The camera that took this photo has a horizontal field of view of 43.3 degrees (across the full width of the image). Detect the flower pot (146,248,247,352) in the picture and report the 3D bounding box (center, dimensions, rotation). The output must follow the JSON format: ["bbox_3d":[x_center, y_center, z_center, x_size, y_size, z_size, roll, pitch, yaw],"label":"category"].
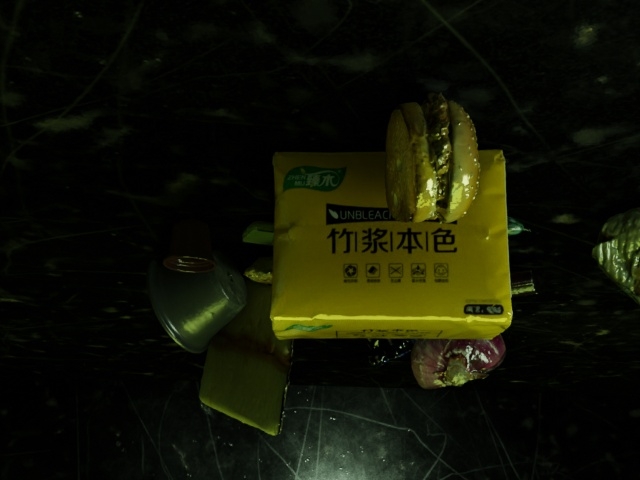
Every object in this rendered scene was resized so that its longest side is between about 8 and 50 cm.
[{"bbox_3d":[-0.256,0.112,1.778,0.148,0.235,0.235,-28,152,14],"label":"flower pot"}]

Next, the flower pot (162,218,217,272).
[{"bbox_3d":[-0.260,0.008,1.618,0.111,0.089,0.111,1,161,0],"label":"flower pot"}]

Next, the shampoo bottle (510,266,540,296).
[{"bbox_3d":[0.369,0.112,1.875,0.278,0.104,0.104,-11,157,29],"label":"shampoo bottle"}]

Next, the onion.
[{"bbox_3d":[0.385,0.276,2.291,0.267,0.159,0.349,-20,-170,20],"label":"onion"}]

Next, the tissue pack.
[{"bbox_3d":[0.108,0.012,1.334,0.381,0.293,0.228,0,165,3],"label":"tissue pack"}]

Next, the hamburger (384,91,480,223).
[{"bbox_3d":[0.159,-0.119,1.146,0.117,0.182,0.191,-8,119,-9],"label":"hamburger"}]

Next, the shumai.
[{"bbox_3d":[0.670,0.033,1.556,0.189,0.256,0.218,-48,166,32],"label":"shumai"}]

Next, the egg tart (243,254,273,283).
[{"bbox_3d":[-0.047,0.066,1.726,0.231,0.099,0.252,11,175,0],"label":"egg tart"}]

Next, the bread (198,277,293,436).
[{"bbox_3d":[-0.101,0.260,1.831,0.404,0.346,0.242,2,161,46],"label":"bread"}]

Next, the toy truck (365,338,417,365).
[{"bbox_3d":[0.210,0.237,2.208,0.176,0.161,0.213,-16,170,-28],"label":"toy truck"}]

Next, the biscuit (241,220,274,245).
[{"bbox_3d":[0.000,0.000,1.669,0.322,0.038,0.099,7,163,-20],"label":"biscuit"}]

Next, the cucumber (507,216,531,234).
[{"bbox_3d":[0.326,-0.030,1.579,0.167,0.039,0.039,0,160,9],"label":"cucumber"}]
